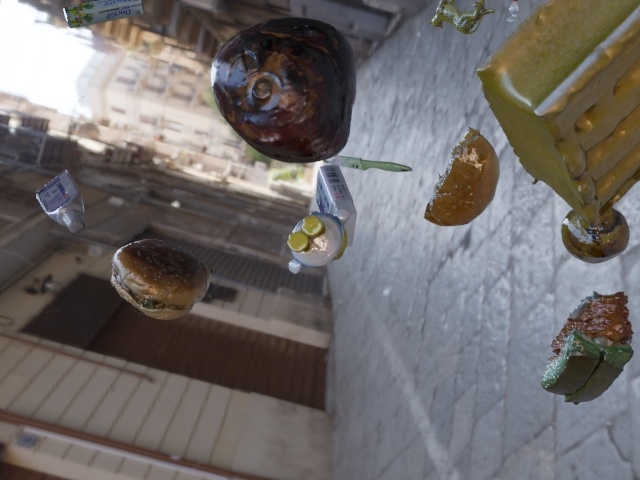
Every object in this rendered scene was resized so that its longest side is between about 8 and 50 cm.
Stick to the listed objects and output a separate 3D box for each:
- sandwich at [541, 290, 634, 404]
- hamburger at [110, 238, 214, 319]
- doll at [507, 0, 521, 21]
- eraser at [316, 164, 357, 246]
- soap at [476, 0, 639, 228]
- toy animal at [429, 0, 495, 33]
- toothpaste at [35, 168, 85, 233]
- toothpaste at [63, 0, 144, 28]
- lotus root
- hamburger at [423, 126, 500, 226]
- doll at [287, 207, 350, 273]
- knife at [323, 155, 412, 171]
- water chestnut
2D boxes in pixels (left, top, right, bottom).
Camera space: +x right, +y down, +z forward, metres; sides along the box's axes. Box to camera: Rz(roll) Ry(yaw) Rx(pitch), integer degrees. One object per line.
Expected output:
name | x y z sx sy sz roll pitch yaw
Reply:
sandwich | 0.445 0.179 1.317 0.185 0.109 0.160 107 175 -54
hamburger | -0.412 0.101 2.027 0.146 0.286 0.243 -59 43 19
doll | 0.403 -0.499 1.603 0.058 0.040 0.085 -117 21 -45
eraser | 0.042 -0.094 2.065 0.210 0.067 0.125 -108 19 -47
soap | 0.374 -0.213 0.932 0.335 0.156 0.293 -45 -38 7
toy animal | 0.390 -0.626 2.158 0.073 0.181 0.136 -27 -34 -40
toothpaste | -0.683 -0.098 2.052 0.282 0.099 0.069 43 139 48
toothpaste | -0.463 -0.491 1.653 0.034 0.164 0.046 88 161 -45
lotus root | 0.465 -0.002 1.307 0.095 0.108 0.190 -64 -25 -8
hamburger | 0.378 -0.148 1.988 0.144 0.156 0.283 -39 -23 -51
doll | -0.001 0.000 1.445 0.241 0.098 0.135 -24 -56 -85
knife | 0.104 -0.169 1.731 0.014 0.207 0.030 -57 -27 -56
water chestnut | -0.065 -0.273 1.435 0.244 0.289 0.289 97 -175 -49
